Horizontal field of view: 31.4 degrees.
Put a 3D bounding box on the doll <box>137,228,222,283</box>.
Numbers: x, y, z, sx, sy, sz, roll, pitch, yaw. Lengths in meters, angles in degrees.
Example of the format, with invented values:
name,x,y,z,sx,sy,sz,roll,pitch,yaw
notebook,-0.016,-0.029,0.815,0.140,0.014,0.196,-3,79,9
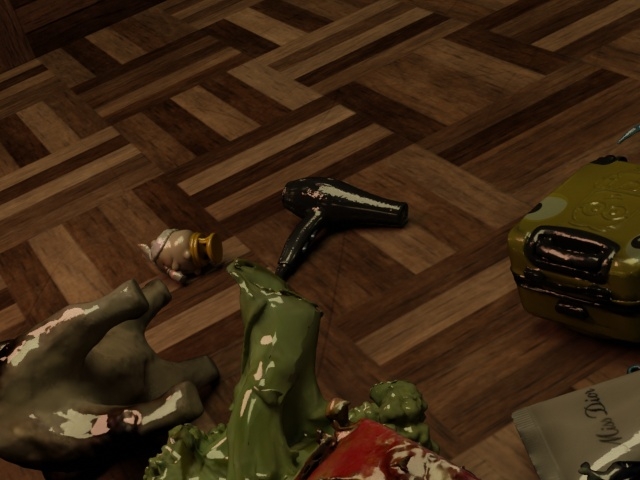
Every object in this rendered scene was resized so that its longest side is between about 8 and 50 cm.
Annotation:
name,x,y,z,sx,sy,sz,roll,pitch,yaw
doll,-0.212,0.027,1.679,0.127,0.073,0.084,-6,63,18

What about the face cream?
name,x,y,z,sx,sy,sz,roll,pitch,yaw
face cream,0.351,0.161,1.096,0.314,0.089,0.143,-20,30,2

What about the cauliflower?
name,x,y,z,sx,sy,sz,roll,pitch,yaw
cauliflower,-0.019,0.197,1.078,0.260,0.281,0.327,23,22,8

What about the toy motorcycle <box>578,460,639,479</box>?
name,x,y,z,sx,sy,sz,roll,pitch,yaw
toy motorcycle,0.235,0.276,0.954,0.270,0.106,0.159,-33,26,-1

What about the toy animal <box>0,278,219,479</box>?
name,x,y,z,sx,sy,sz,roll,pitch,yaw
toy animal,-0.291,0.177,1.305,0.303,0.194,0.344,-29,-3,-2

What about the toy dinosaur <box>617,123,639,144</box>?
name,x,y,z,sx,sy,sz,roll,pitch,yaw
toy dinosaur,0.545,-0.225,1.655,0.144,0.076,0.329,-6,29,35

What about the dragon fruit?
name,x,y,z,sx,sy,sz,roll,pitch,yaw
dragon fruit,0.078,0.222,0.902,0.211,0.282,0.147,14,81,19

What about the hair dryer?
name,x,y,z,sx,sy,sz,roll,pitch,yaw
hair dryer,0.000,0.000,1.623,0.195,0.075,0.219,12,51,29

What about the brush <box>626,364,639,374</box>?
name,x,y,z,sx,sy,sz,roll,pitch,yaw
brush,0.327,0.179,1.155,0.051,0.014,0.164,-10,29,14

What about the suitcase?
name,x,y,z,sx,sy,sz,roll,pitch,yaw
suitcase,0.345,0.013,1.293,0.235,0.143,0.194,-37,34,-30
